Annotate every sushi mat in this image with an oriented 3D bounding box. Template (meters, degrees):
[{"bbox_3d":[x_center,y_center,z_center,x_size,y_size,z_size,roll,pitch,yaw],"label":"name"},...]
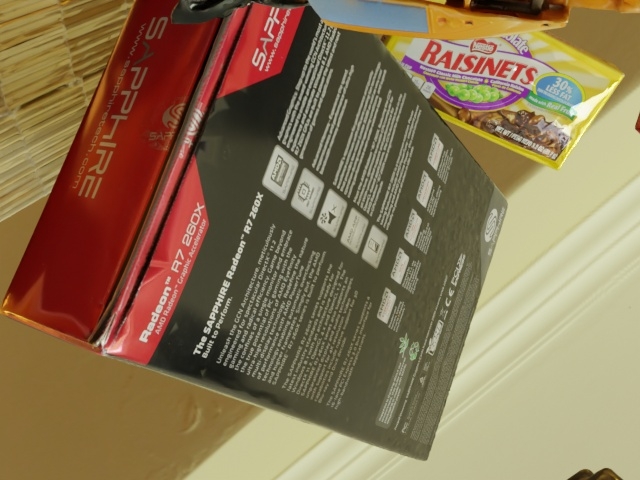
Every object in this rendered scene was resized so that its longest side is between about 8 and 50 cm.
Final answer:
[{"bbox_3d":[-0.223,-0.097,0.579,0.019,0.316,0.152,14,-54,28],"label":"sushi mat"}]

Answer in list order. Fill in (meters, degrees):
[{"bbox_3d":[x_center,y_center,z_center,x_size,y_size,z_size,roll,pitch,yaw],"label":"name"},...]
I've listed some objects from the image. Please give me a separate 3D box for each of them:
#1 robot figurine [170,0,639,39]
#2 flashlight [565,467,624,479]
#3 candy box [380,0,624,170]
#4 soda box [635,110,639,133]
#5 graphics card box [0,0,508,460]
[{"bbox_3d":[0.002,-0.164,0.275,0.290,0.085,0.211,8,-51,10],"label":"robot figurine"},{"bbox_3d":[0.052,0.248,0.431,0.304,0.103,0.103,-31,-102,-8],"label":"flashlight"},{"bbox_3d":[0.150,-0.144,0.701,0.205,0.027,0.105,21,-65,-16],"label":"candy box"},{"bbox_3d":[0.274,-0.158,0.469,0.092,0.083,0.263,6,-111,49],"label":"soda box"},{"bbox_3d":[0.000,0.000,0.534,0.094,0.371,0.233,11,-104,36],"label":"graphics card box"}]
